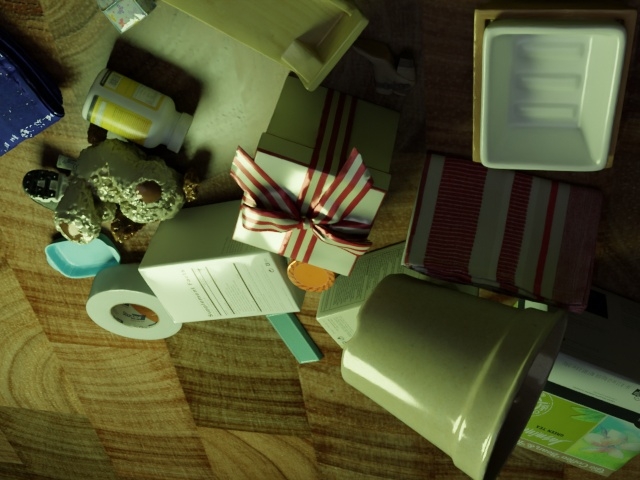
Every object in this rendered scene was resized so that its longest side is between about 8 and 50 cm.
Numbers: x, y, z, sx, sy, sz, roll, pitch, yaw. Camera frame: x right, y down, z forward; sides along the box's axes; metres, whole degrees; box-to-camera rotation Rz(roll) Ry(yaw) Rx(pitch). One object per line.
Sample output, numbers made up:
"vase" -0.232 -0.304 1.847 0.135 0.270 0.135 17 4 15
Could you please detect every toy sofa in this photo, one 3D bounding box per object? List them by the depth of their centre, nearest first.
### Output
"toy sofa" -0.119 -0.383 1.246 0.363 0.177 0.150 21 120 -40

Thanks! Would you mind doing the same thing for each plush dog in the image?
"plush dog" -0.363 -0.104 1.645 0.263 0.210 0.225 -25 149 20

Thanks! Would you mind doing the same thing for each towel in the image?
"towel" 0.326 -0.021 1.496 0.329 0.236 0.037 13 159 2
"towel" -0.651 -0.274 1.621 0.308 0.076 0.227 -22 118 32

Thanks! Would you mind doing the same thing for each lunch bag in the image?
"lunch bag" -0.331 -0.401 1.416 0.071 0.053 0.083 -23 115 31

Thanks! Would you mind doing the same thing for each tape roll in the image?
"tape roll" -0.420 0.144 1.941 0.219 0.072 0.219 4 145 3

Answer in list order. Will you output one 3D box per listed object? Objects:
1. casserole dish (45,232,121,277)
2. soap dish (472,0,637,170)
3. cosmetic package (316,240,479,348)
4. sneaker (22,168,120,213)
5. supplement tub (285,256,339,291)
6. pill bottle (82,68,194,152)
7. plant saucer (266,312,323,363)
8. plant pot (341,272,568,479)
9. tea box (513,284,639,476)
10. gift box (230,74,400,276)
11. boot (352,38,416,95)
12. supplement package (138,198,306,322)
"casserole dish" -0.531 0.030 1.910 0.189 0.037 0.114 -8 131 23
"soap dish" 0.359 -0.247 1.337 0.229 0.118 0.290 3 135 12
"cosmetic package" 0.157 0.097 1.707 0.310 0.160 0.113 -17 128 30
"sneaker" -0.497 -0.091 1.757 0.235 0.078 0.106 11 164 -17
"supplement tub" 0.000 0.000 1.627 0.117 0.190 0.117 8 136 8
"pill bottle" -0.331 -0.232 1.547 0.184 0.103 0.103 25 135 -9
"plant saucer" -0.063 0.227 1.995 0.067 0.018 0.192 -12 129 25
"plant pot" 0.217 0.212 1.468 0.306 0.334 0.333 25 140 22
"tea box" 0.530 0.279 1.743 0.329 0.219 0.323 20 136 -5
"gift box" -0.013 -0.118 1.466 0.255 0.258 0.276 14 137 0
"boot" 0.104 -0.286 1.425 0.119 0.042 0.087 19 144 5
"supplement package" -0.184 0.039 1.725 0.293 0.177 0.175 -7 132 22
